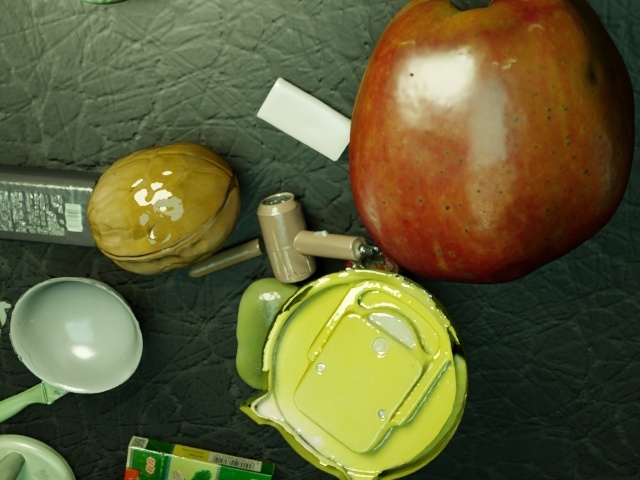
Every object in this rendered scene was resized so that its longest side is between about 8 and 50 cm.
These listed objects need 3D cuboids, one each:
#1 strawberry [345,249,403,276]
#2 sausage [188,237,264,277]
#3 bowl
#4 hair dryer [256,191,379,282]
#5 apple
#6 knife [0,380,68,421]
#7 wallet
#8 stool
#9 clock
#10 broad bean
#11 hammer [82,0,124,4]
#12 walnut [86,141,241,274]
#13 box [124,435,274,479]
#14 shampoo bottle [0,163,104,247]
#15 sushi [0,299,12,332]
[{"bbox_3d":[0.079,0.056,1.080,0.083,0.083,0.096,-16,112,10],"label":"strawberry"},{"bbox_3d":[-0.135,0.026,1.107,0.116,0.026,0.026,-20,111,12],"label":"sausage"},{"bbox_3d":[-0.342,0.120,1.127,0.189,0.086,0.189,1,113,1],"label":"bowl"},{"bbox_3d":[0.000,0.000,1.030,0.182,0.064,0.117,5,118,39],"label":"hair dryer"},{"bbox_3d":[0.204,-0.124,0.944,0.329,0.295,0.365,-32,128,-25],"label":"apple"},{"bbox_3d":[-0.440,0.242,1.223,0.293,0.020,0.043,-29,107,14],"label":"knife"},{"bbox_3d":[-0.016,-0.158,1.019,0.122,0.025,0.061,29,110,-10],"label":"wallet"},{"bbox_3d":[-0.503,0.440,1.218,0.195,0.198,0.195,-30,111,14],"label":"stool"},{"bbox_3d":[0.057,0.177,1.035,0.277,0.071,0.293,42,104,12],"label":"clock"},{"bbox_3d":[-0.064,0.142,1.124,0.124,0.082,0.174,13,115,-1],"label":"broad bean"},{"bbox_3d":[-0.360,-0.387,0.897,0.336,0.119,0.206,6,114,8],"label":"hammer"},{"bbox_3d":[-0.203,-0.041,1.009,0.207,0.167,0.167,-19,112,11],"label":"walnut"},{"bbox_3d":[-0.201,0.400,1.271,0.235,0.034,0.132,13,115,-2],"label":"box"},{"bbox_3d":[-0.451,-0.054,1.062,0.310,0.071,0.098,5,115,1],"label":"shampoo bottle"},{"bbox_3d":[-0.613,0.150,1.175,0.220,0.047,0.231,26,113,-8],"label":"sushi"}]
